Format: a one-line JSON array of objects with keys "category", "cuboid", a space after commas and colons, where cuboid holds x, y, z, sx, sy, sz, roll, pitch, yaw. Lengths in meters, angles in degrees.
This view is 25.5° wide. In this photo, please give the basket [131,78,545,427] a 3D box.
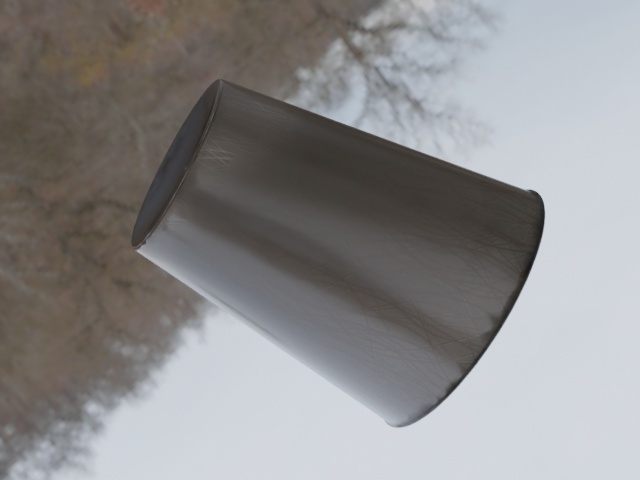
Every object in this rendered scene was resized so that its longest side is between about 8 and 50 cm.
[{"category": "basket", "cuboid": [0.000, 0.000, 0.960, 0.204, 0.227, 0.154, -55, -164, 31]}]
